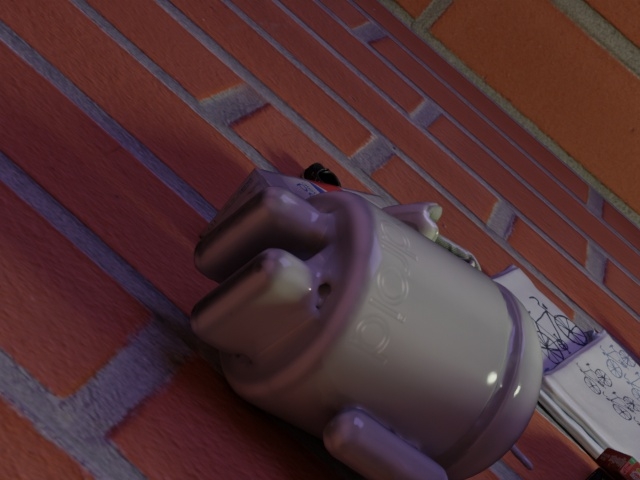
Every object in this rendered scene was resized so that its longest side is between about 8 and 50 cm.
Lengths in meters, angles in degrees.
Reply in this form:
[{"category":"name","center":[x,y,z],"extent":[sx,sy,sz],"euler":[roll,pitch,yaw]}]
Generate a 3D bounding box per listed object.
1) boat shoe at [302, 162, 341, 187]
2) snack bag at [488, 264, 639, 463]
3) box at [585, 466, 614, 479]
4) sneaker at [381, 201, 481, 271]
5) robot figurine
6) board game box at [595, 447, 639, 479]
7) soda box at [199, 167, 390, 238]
[{"category":"boat shoe","center":[0.007,-0.069,1.915],"extent":[0.049,0.042,0.133],"euler":[33,17,-18]},{"category":"snack bag","center":[0.330,0.159,2.011],"extent":[0.342,0.037,0.323],"euler":[45,23,14]},{"category":"box","center":[0.340,0.321,1.673],"extent":[0.116,0.029,0.162],"euler":[42,14,1]},{"category":"sneaker","center":[0.120,0.077,1.542],"extent":[0.292,0.118,0.110],"euler":[57,24,-34]},{"category":"robot figurine","center":[0.053,0.090,1.327],"extent":[0.353,0.200,0.300],"euler":[31,42,-31]},{"category":"board game box","center":[0.436,0.342,1.718],"extent":[0.281,0.027,0.145],"euler":[42,-4,3]},{"category":"soda box","center":[0.000,0.000,1.623],"extent":[0.091,0.098,0.286],"euler":[48,18,24]}]
